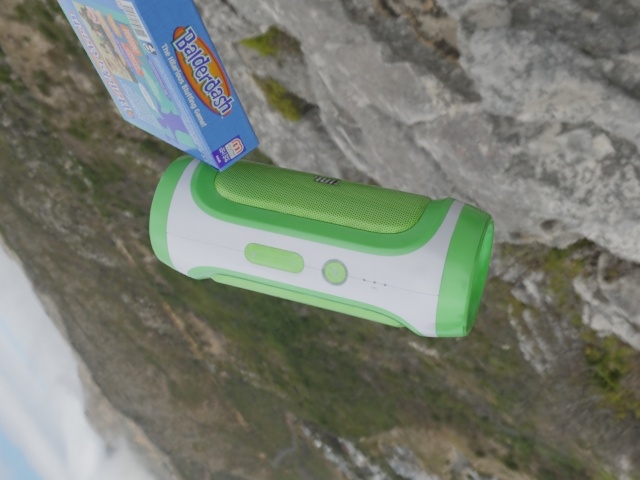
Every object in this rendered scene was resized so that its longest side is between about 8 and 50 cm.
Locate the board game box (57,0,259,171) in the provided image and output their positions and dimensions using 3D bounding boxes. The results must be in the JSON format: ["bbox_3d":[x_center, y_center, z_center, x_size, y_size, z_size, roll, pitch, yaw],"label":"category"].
[{"bbox_3d":[-0.151,-0.160,0.693,0.210,0.047,0.160,29,151,49],"label":"board game box"}]

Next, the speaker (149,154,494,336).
[{"bbox_3d":[0.000,0.000,0.723,0.296,0.131,0.131,12,147,17],"label":"speaker"}]
